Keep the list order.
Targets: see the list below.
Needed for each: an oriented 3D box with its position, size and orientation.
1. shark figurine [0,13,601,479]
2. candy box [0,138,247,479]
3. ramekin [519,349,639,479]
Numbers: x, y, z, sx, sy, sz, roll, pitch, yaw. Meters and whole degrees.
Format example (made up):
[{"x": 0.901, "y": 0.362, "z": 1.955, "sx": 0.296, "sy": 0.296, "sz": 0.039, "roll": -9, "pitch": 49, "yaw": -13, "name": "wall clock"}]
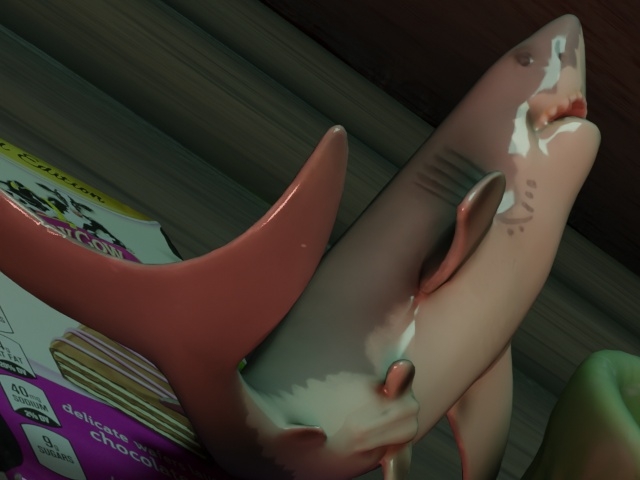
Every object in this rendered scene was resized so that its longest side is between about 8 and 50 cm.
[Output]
[{"x": -0.014, "y": 0.020, "z": 0.517, "sx": 0.116, "sy": 0.166, "sz": 0.278, "roll": 18, "pitch": 18, "yaw": 23, "name": "shark figurine"}, {"x": -0.083, "y": 0.048, "z": 0.541, "sx": 0.159, "sy": 0.071, "sz": 0.233, "roll": 30, "pitch": 13, "yaw": -40, "name": "candy box"}, {"x": 0.152, "y": 0.185, "z": 0.540, "sx": 0.303, "sy": 0.148, "sz": 0.303, "roll": 37, "pitch": 10, "yaw": -8, "name": "ramekin"}]
